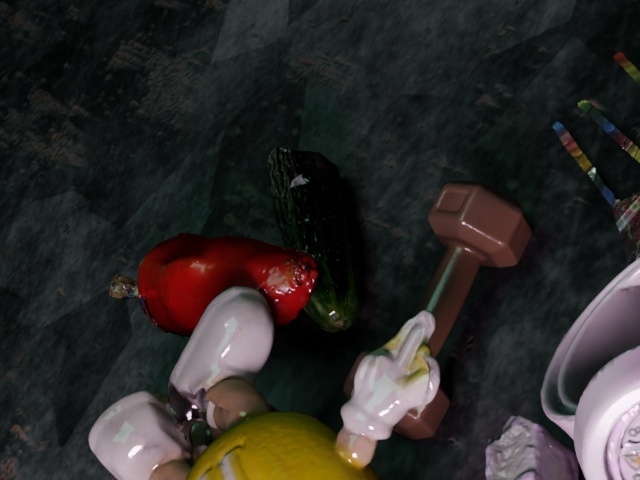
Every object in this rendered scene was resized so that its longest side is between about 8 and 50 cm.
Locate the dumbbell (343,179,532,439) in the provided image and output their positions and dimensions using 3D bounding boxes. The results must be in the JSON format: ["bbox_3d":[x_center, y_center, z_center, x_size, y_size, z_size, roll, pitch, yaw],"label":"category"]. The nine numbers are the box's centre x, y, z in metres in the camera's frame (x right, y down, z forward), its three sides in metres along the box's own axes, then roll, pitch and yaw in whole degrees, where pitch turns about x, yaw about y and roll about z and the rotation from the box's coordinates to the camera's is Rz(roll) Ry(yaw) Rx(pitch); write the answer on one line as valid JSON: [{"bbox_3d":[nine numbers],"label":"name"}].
[{"bbox_3d":[0.103,0.061,1.725,0.092,0.082,0.231,7,67,55],"label":"dumbbell"}]

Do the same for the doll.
[{"bbox_3d":[-0.038,0.213,1.658,0.423,0.161,0.348,6,78,49],"label":"doll"}]

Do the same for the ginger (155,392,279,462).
[{"bbox_3d":[-0.111,0.188,1.883,0.204,0.080,0.104,-17,81,44],"label":"ginger"}]

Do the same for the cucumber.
[{"bbox_3d":[-0.001,0.000,1.920,0.074,0.074,0.241,-38,41,23],"label":"cucumber"}]

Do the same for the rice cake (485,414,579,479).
[{"bbox_3d":[0.163,0.287,1.459,0.056,0.072,0.365,-27,42,31],"label":"rice cake"}]

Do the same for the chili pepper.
[{"bbox_3d":[-0.103,0.044,1.942,0.110,0.110,0.387,-63,22,-13],"label":"chili pepper"}]

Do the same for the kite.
[{"bbox_3d":[0.284,-0.061,1.674,0.152,0.015,0.285,-43,37,11],"label":"kite"}]

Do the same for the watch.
[{"bbox_3d":[0.295,0.098,1.410,0.244,0.196,0.231,-40,15,20],"label":"watch"}]
